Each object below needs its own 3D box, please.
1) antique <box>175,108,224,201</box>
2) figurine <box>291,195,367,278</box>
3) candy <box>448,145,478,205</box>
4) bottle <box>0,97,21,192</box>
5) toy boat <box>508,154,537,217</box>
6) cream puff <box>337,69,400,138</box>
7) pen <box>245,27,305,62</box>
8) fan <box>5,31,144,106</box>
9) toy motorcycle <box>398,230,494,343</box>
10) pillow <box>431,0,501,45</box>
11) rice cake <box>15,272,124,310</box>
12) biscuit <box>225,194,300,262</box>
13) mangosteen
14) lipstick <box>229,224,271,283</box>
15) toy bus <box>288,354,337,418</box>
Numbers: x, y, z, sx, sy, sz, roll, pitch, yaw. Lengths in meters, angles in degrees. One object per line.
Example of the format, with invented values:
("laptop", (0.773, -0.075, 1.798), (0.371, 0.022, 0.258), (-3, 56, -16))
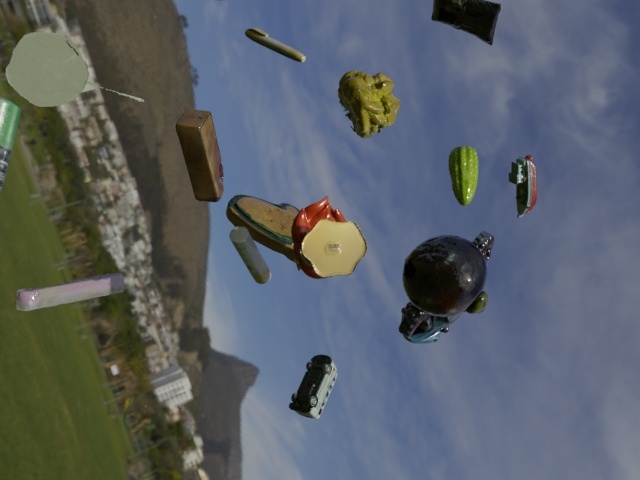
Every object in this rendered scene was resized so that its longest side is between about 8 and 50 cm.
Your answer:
("antique", (-0.374, -0.262, 2.147), (0.309, 0.088, 0.093), (83, 20, -45))
("figurine", (0.009, 0.003, 1.798), (0.208, 0.181, 0.257), (52, -12, -10))
("candy", (0.457, -0.202, 2.158), (0.096, 0.097, 0.209), (110, -13, -62))
("bottle", (-0.689, -0.126, 1.364), (0.093, 0.093, 0.329), (169, -66, -71))
("toy boat", (0.554, -0.147, 1.854), (0.069, 0.059, 0.172), (-124, -155, -68))
("cream puff", (0.163, -0.462, 2.201), (0.221, 0.195, 0.195), (61, -19, 3))
("pen", (-0.127, -0.548, 1.885), (0.233, 0.032, 0.040), (32, -47, 30))
("fan", (-0.565, -0.375, 1.580), (0.010, 0.310, 0.182), (165, -57, -75))
("toy motorcycle", (0.350, 0.145, 1.935), (0.172, 0.416, 0.232), (35, -28, 20))
("pillow", (0.414, -0.653, 1.943), (0.208, 0.055, 0.141), (29, -26, 20))
("rice cake", (-0.783, 0.160, 2.155), (0.064, 0.399, 0.070), (3, -82, 33))
("biscuit", (-0.124, -0.052, 2.131), (0.344, 0.287, 0.057), (31, -64, 8))
("mangosteen", (0.310, 0.095, 1.663), (0.216, 0.216, 0.216), (54, -25, 39))
("lipstick", (-0.205, 0.047, 2.005), (0.059, 0.059, 0.264), (58, -6, 32))
("toy bus", (-0.013, 0.446, 2.053), (0.087, 0.193, 0.089), (-1, -40, 37))
